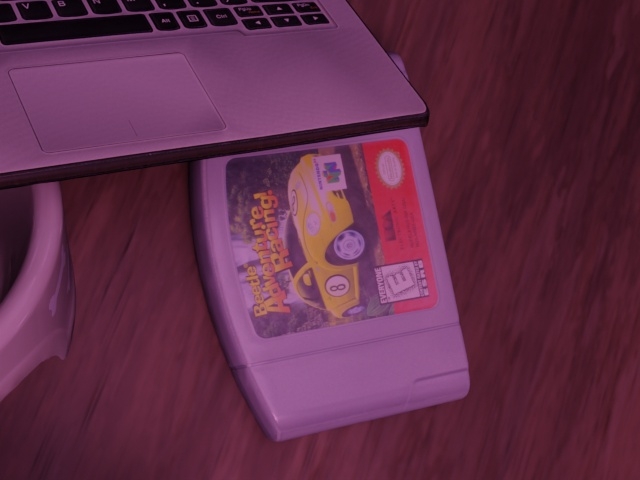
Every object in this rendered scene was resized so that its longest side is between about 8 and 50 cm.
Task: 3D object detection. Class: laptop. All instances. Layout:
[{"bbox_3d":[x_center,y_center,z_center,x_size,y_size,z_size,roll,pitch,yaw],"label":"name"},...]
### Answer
[{"bbox_3d":[-0.151,-0.264,0.655,0.382,0.236,0.408,-12,52,-27],"label":"laptop"}]

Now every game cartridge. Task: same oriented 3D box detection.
[{"bbox_3d":[0.000,0.000,0.820,0.196,0.060,0.294,-10,85,-17],"label":"game cartridge"}]

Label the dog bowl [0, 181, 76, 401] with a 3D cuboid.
[{"bbox_3d":[-0.313,-0.002,0.609,0.349,0.102,0.348,11,51,-14],"label":"dog bowl"}]
